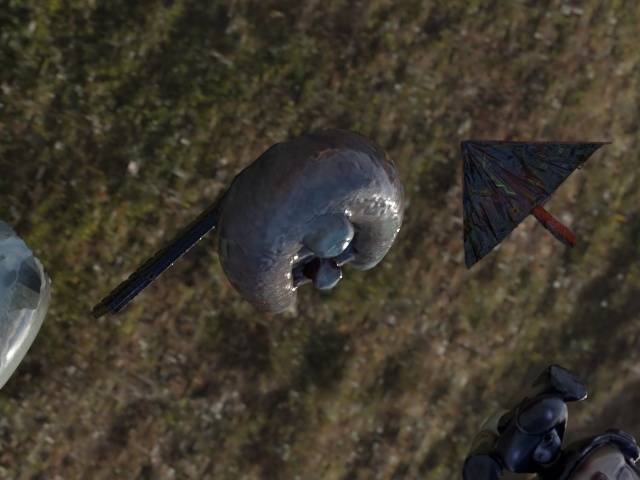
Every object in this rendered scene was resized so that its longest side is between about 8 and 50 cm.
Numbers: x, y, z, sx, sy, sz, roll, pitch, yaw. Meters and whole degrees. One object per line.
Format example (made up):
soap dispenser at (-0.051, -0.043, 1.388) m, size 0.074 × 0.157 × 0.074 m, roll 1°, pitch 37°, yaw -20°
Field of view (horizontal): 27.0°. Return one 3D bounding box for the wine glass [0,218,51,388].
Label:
wine glass at (-0.455, 0.116, 1.455) m, size 0.323 × 0.238 × 0.238 m, roll -47°, pitch 143°, yaw -34°

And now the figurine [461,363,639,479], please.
figurine at (0.221, 0.235, 1.162) m, size 0.145 × 0.222 × 0.145 m, roll -41°, pitch -178°, yaw 2°

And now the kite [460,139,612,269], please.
kite at (0.244, -0.062, 1.624) m, size 0.232 × 0.189 × 0.009 m, roll -47°, pitch 171°, yaw 12°

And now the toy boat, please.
toy boat at (0.000, 0.000, 1.029) m, size 0.155 × 0.085 × 0.227 m, roll -24°, pitch 158°, yaw -8°

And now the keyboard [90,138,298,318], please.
keyboard at (-0.143, -0.015, 1.562) m, size 0.309 × 0.101 × 0.018 m, roll -43°, pitch 100°, yaw -22°
